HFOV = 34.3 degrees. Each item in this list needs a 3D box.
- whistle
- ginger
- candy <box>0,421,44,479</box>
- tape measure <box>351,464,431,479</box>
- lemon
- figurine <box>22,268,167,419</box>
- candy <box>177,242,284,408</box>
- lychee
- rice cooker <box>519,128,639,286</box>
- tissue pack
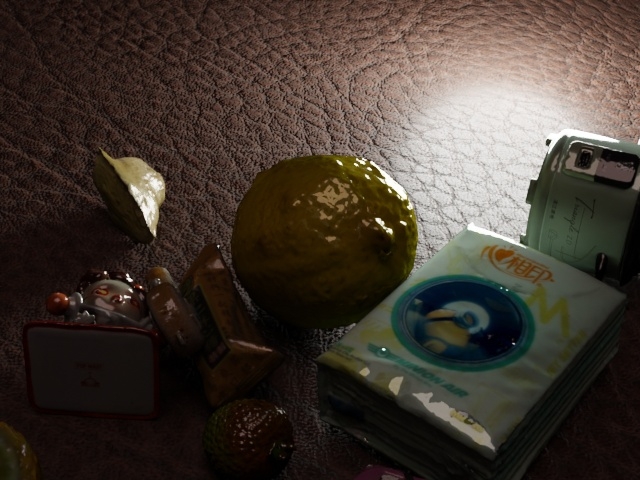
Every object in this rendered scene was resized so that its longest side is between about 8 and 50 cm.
[{"bbox_3d":[-0.209,0.093,1.459,0.057,0.107,0.220,-31,26,-6],"label":"whistle"},{"bbox_3d":[-0.301,-0.068,1.762,0.122,0.115,0.193,-8,49,-39],"label":"ginger"},{"bbox_3d":[-0.445,0.313,1.199,0.260,0.118,0.260,2,40,-2],"label":"candy"},{"bbox_3d":[0.086,0.338,1.305,0.118,0.074,0.125,14,38,14],"label":"tape measure"},{"bbox_3d":[0.000,0.000,1.565,0.268,0.268,0.322,-31,23,-36],"label":"lemon"},{"bbox_3d":[-0.305,0.122,1.496,0.183,0.160,0.226,5,31,-1],"label":"figurine"},{"bbox_3d":[-0.155,0.127,1.520,0.143,0.101,0.271,-46,45,11],"label":"candy"},{"bbox_3d":[-0.091,0.264,1.355,0.146,0.114,0.114,4,32,39],"label":"lychee"},{"bbox_3d":[0.465,-0.056,1.702,0.227,0.241,0.280,17,58,19],"label":"rice cooker"},{"bbox_3d":[0.220,0.164,1.465,0.287,0.162,0.388,27,45,27],"label":"tissue pack"}]
